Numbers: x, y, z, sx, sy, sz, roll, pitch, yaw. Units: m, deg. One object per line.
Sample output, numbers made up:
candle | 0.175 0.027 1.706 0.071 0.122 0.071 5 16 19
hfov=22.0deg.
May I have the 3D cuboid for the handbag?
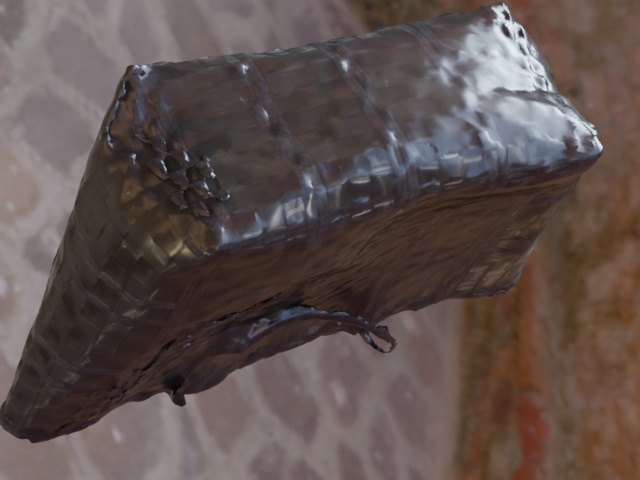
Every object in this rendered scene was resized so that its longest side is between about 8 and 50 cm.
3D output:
handbag | 0.000 0.000 0.685 0.270 0.175 0.088 -15 57 -28
